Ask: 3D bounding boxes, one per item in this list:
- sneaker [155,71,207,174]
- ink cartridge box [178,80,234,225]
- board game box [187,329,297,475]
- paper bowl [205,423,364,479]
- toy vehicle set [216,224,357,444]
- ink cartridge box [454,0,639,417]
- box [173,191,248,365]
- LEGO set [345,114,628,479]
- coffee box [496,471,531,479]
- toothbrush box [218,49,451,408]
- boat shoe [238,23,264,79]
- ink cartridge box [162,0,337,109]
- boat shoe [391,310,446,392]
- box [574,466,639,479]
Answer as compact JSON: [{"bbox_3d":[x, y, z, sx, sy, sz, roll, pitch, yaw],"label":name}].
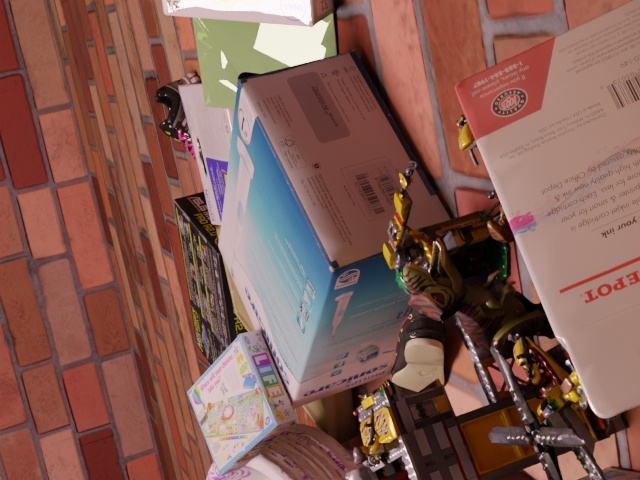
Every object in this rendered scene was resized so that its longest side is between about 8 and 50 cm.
[{"bbox_3d":[-0.191,-0.155,1.562,0.063,0.075,0.170,141,112,-70],"label":"sneaker"},{"bbox_3d":[-0.121,-0.113,1.442,0.208,0.045,0.206,16,121,66],"label":"ink cartridge box"},{"bbox_3d":[-0.087,0.175,1.162,0.154,0.026,0.103,-48,60,49],"label":"board game box"},{"bbox_3d":[-0.003,0.351,1.259,0.284,0.148,0.284,26,124,45],"label":"paper bowl"},{"bbox_3d":[-0.044,0.110,1.345,0.267,0.035,0.166,49,157,40],"label":"toy vehicle set"},{"bbox_3d":[0.158,-0.012,0.552,0.067,0.115,0.198,43,-153,-58],"label":"ink cartridge box"},{"bbox_3d":[-0.148,0.088,1.658,0.216,0.060,0.270,-136,35,-57],"label":"box"},{"bbox_3d":[0.099,0.059,0.729,0.331,0.192,0.255,142,111,-69],"label":"LEGO set"},{"bbox_3d":[0.169,0.336,0.894,0.141,0.098,0.246,-149,47,-64],"label":"coffee box"},{"bbox_3d":[0.000,0.000,1.066,0.295,0.126,0.216,105,143,-56],"label":"toothbrush box"},{"bbox_3d":[-0.054,-0.214,1.164,0.190,0.068,0.072,114,151,-45],"label":"boat shoe"},{"bbox_3d":[-0.070,-0.223,1.061,0.171,0.056,0.235,10,121,25],"label":"ink cartridge box"},{"bbox_3d":[0.094,0.109,1.022,0.133,0.049,0.042,93,-177,-58],"label":"boat shoe"},{"bbox_3d":[0.209,0.220,0.684,0.203,0.103,0.114,164,90,-71],"label":"box"}]
